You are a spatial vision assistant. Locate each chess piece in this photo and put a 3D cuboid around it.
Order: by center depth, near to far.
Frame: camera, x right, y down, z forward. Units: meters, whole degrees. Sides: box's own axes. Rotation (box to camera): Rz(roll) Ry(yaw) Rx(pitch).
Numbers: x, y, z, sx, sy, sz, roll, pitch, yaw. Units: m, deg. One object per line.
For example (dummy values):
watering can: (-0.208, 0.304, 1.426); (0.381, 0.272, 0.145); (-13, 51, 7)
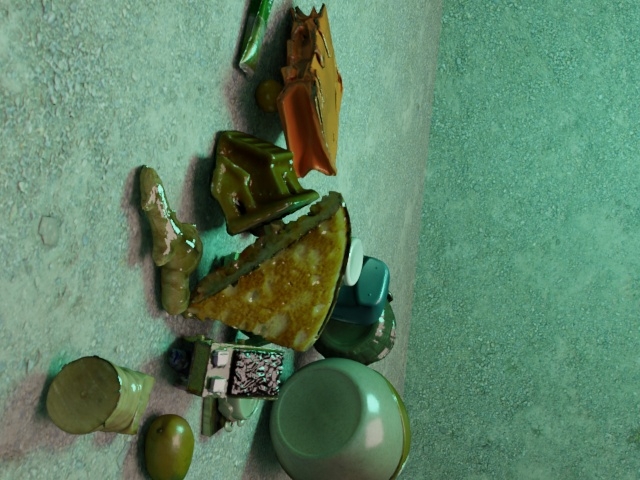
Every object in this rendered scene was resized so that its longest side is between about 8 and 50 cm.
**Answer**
chess piece: (-0.379, 0.290, 1.401); (0.301, 0.137, 0.137); (63, 38, -75)

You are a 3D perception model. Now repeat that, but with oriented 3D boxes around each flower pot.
flower pot: (0.102, 0.253, 2.445); (0.213, 0.301, 0.302); (53, 49, -68)

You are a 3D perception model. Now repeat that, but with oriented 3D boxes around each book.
book: (-0.235, 0.386, 1.943); (0.228, 0.024, 0.160); (-18, 113, -67)

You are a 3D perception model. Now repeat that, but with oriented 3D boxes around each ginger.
ginger: (-0.302, 0.001, 1.533); (0.148, 0.081, 0.334); (-46, 142, -33)

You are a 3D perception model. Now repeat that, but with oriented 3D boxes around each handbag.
handbag: (-0.019, -0.383, 1.951); (0.303, 0.116, 0.410); (78, 12, -47)

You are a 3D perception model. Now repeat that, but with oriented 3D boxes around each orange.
orange: (-0.123, -0.356, 1.879); (0.083, 0.070, 0.083); (4, 90, -72)

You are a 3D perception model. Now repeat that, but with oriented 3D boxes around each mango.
mango: (-0.324, 0.459, 1.641); (0.195, 0.091, 0.130); (90, 17, -47)

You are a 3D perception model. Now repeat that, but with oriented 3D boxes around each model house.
model house: (-0.157, -0.148, 1.733); (0.239, 0.173, 0.268); (65, 22, 0)

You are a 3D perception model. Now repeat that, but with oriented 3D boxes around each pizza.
pizza: (-0.127, 0.084, 1.723); (0.406, 0.130, 0.440); (-7, 127, -27)

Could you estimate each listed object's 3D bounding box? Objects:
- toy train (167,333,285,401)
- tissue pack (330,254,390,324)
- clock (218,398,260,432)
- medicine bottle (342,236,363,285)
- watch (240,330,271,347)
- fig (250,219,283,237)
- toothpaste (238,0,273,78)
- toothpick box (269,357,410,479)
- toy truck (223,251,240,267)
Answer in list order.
toy train: (-0.208, 0.288, 1.692); (0.260, 0.177, 0.134); (13, 86, -42)
tissue pack: (0.057, 0.138, 2.264); (0.206, 0.287, 0.198); (96, 8, -64)
clock: (-0.199, 0.383, 1.912); (0.151, 0.062, 0.191); (1, 95, -69)
medicine bottle: (-0.011, 0.042, 2.102); (0.139, 0.236, 0.139); (10, 90, -70)
watch: (-0.166, 0.197, 1.926); (0.131, 0.165, 0.152); (-4, 77, -69)
fig: (-0.124, -0.043, 1.924); (0.089, 0.125, 0.089); (13, 90, -73)
toothpaste: (-0.148, -0.508, 1.789); (0.078, 0.046, 0.248); (31, 71, -67)
toothpick box: (0.074, 0.581, 2.286); (0.425, 0.408, 0.409); (52, 49, -54)
toy truck: (-0.210, 0.108, 1.820); (0.100, 0.077, 0.169); (46, 56, -69)
